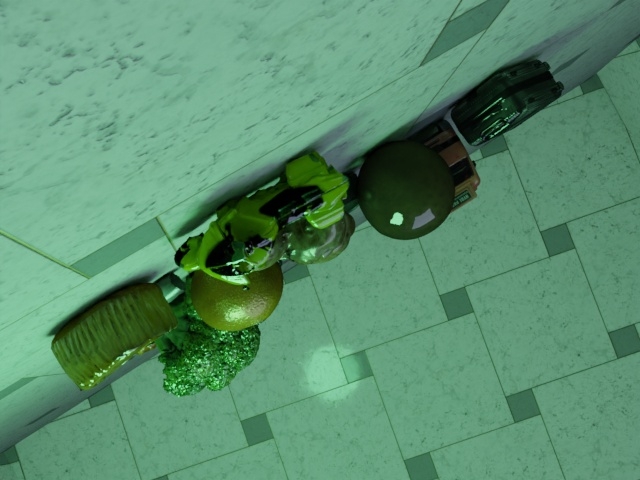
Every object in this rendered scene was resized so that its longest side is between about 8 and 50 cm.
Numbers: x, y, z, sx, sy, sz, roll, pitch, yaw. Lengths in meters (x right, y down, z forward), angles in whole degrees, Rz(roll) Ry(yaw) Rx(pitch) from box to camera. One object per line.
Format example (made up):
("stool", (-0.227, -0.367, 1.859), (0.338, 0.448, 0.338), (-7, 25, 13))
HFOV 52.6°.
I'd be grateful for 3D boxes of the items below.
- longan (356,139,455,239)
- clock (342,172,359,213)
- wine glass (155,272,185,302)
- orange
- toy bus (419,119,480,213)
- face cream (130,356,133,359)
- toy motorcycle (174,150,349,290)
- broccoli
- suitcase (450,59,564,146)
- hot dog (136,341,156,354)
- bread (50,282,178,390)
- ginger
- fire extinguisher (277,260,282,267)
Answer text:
("longan", (0.209, -0.126, 1.619), (0.258, 0.258, 0.258), (-32, 175, -3))
("clock", (-0.046, -0.050, 1.766), (0.386, 0.076, 0.386), (-32, 176, -3))
("wine glass", (-0.410, 0.147, 1.537), (0.198, 0.066, 0.066), (-36, 175, 17))
("orange", (-0.202, 0.112, 1.575), (0.236, 0.236, 0.236), (-32, 175, -3))
("toy bus", (0.341, -0.189, 1.933), (0.203, 0.233, 0.427), (-33, 176, 6))
("face cream", (-0.594, 0.333, 2.168), (0.144, 0.071, 0.291), (-23, 169, -46))
("toy motorcycle", (-0.105, -0.034, 1.171), (0.342, 0.142, 0.206), (-32, -147, -11))
("broccoli", (-0.315, 0.246, 1.830), (0.321, 0.310, 0.413), (-16, 133, -39))
("suitcase", (0.495, -0.367, 1.715), (0.312, 0.128, 0.202), (-28, 174, -44))
("hot dog", (-0.481, 0.257, 1.999), (0.269, 0.115, 0.072), (-33, -148, -10))
("bread", (-0.438, 0.198, 1.386), (0.253, 0.142, 0.227), (-37, 173, 22))
("ginger", (-0.036, -0.027, 1.435), (0.256, 0.176, 0.375), (-25, 171, 21))
("fire extinguisher", (-0.172, 0.090, 1.972), (0.118, 0.093, 0.294), (-36, -172, -12))
